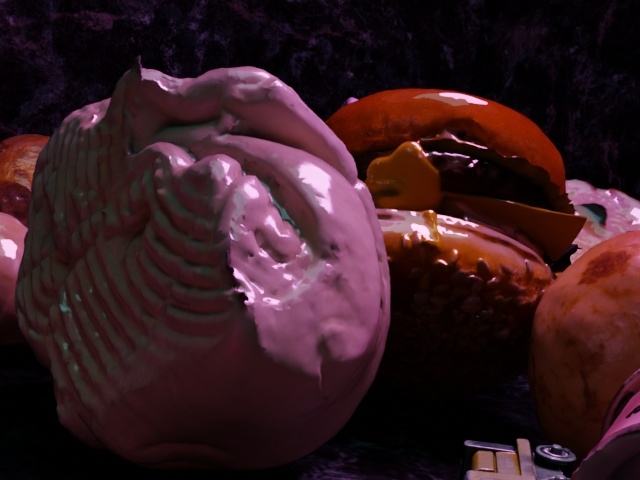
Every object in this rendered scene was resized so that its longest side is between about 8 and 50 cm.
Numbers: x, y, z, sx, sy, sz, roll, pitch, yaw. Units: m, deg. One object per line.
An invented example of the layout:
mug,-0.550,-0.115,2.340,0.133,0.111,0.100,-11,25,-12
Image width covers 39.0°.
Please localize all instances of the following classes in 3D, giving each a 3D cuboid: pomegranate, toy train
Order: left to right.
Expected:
toy train,0.128,0.162,0.575,0.081,0.050,0.122,2,5,8
pomegranate,0.270,0.092,0.671,0.216,0.215,0.215,9,5,-1

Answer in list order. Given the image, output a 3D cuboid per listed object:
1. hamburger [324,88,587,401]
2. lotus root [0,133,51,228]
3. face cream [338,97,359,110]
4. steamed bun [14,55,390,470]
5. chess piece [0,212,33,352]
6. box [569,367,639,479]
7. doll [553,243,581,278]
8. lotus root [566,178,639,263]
hamburger,0.093,0.019,0.828,0.291,0.225,0.291,8,-28,4
lotus root,-0.379,-0.048,1.197,0.188,0.199,0.180,2,0,-4
face cream,0.133,-0.059,0.991,0.274,0.096,0.154,25,-19,-8
steamed bun,-0.073,0.027,0.649,0.206,0.275,0.320,20,32,-41
chess piece,-0.209,0.062,0.832,0.301,0.137,0.137,19,-1,-32
box,0.209,0.135,0.474,0.151,0.151,0.135,12,13,33
doll,0.229,0.059,1.101,0.249,0.127,0.088,-23,21,-25
lotus root,0.316,0.040,1.259,0.391,0.111,0.375,-12,37,-17
